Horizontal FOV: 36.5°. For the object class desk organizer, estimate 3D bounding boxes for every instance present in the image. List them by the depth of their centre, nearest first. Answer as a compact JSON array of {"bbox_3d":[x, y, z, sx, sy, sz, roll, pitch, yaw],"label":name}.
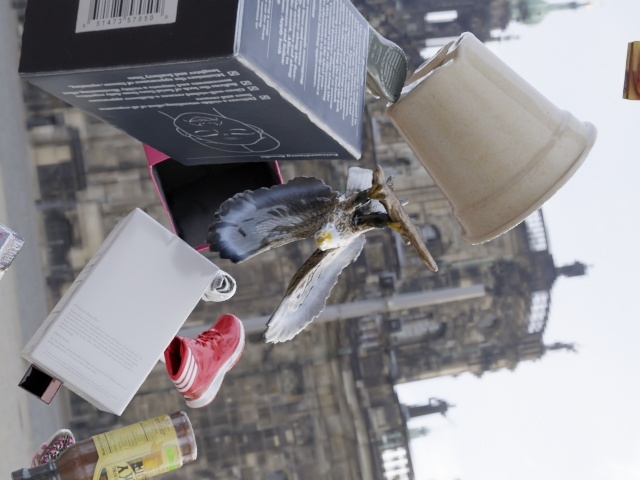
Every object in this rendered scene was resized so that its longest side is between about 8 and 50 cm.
[{"bbox_3d":[-0.475,0.219,1.723,0.047,0.130,0.050,14,-21,45],"label":"desk organizer"}]

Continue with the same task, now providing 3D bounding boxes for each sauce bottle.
[{"bbox_3d":[-0.414,0.427,1.870,0.111,0.344,0.111,165,-90,-71],"label":"sauce bottle"}]

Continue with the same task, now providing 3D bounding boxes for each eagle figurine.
[{"bbox_3d":[-0.004,-0.002,1.546,0.225,0.298,0.226,38,28,-58],"label":"eagle figurine"}]

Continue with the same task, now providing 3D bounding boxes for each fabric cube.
[{"bbox_3d":[-0.236,-0.174,2.091,0.258,0.254,0.259,-115,-172,-49],"label":"fabric cube"}]

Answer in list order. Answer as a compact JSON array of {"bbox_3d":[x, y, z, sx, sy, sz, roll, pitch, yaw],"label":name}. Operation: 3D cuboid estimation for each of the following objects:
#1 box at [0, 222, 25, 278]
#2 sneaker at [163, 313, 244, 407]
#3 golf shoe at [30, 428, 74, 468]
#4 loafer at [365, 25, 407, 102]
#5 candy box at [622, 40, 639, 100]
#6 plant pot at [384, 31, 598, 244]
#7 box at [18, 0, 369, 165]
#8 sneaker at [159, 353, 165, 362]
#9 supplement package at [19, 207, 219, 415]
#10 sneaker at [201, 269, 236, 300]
[{"bbox_3d":[-0.709,-0.017,1.829,0.142,0.247,0.163,-59,-176,-8],"label":"box"},{"bbox_3d":[-0.222,0.198,1.854,0.128,0.087,0.221,61,31,-35],"label":"sneaker"},{"bbox_3d":[-0.577,0.453,2.057,0.186,0.067,0.086,-56,-138,29],"label":"golf shoe"},{"bbox_3d":[0.079,-0.326,1.743,0.251,0.087,0.094,35,72,-56],"label":"loafer"},{"bbox_3d":[0.658,-0.308,1.781,0.053,0.186,0.109,-70,162,-79],"label":"candy box"},{"bbox_3d":[0.302,-0.217,1.866,0.305,0.334,0.334,46,-11,-10],"label":"plant pot"},{"bbox_3d":[-0.139,-0.251,1.259,0.395,0.293,0.212,30,62,-65],"label":"box"},{"bbox_3d":[-0.367,0.170,2.273,0.296,0.147,0.104,54,0,-28],"label":"sneaker"},{"bbox_3d":[-0.337,0.120,1.627,0.293,0.177,0.175,-56,-166,-18],"label":"supplement package"},{"bbox_3d":[-0.258,0.118,2.496,0.235,0.094,0.090,32,70,-72],"label":"sneaker"}]
